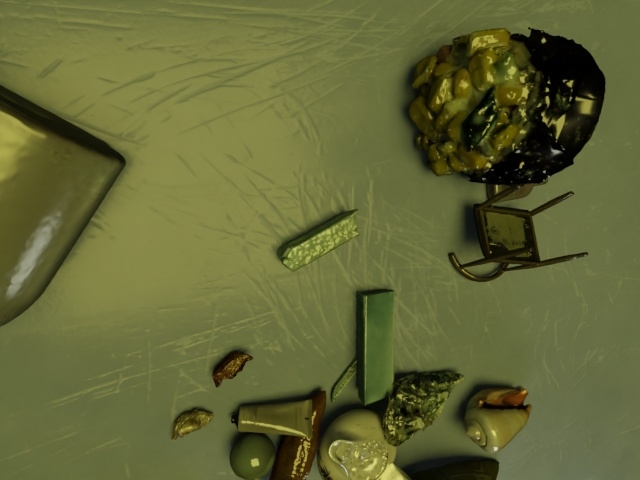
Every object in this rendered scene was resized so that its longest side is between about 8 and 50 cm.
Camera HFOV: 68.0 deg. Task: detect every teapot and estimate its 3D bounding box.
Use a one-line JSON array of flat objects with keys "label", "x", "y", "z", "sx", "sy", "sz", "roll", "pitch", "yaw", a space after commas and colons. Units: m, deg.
[{"label": "teapot", "x": 0.111, "y": 0.524, "z": 1.155, "sx": 0.300, "sy": 0.166, "sz": 0.208, "roll": 34, "pitch": 72, "yaw": -19}]

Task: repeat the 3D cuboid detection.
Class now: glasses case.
[{"label": "glasses case", "x": 0.128, "y": 0.254, "z": 1.160, "sx": 0.105, "sy": 0.056, "sz": 0.265, "roll": -5, "pitch": 97, "yaw": -38}]

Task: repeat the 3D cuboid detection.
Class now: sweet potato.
[{"label": "sweet potato", "x": -0.060, "y": 0.519, "z": 1.114, "sx": 0.092, "sy": 0.114, "sz": 0.341, "roll": 28, "pitch": 63, "yaw": -17}]

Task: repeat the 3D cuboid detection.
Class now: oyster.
[{"label": "oyster", "x": -0.292, "y": 0.413, "z": 1.076, "sx": 0.083, "sy": 0.038, "sz": 0.080, "roll": 16, "pitch": 107, "yaw": -46}, {"label": "oyster", "x": 0.251, "y": 0.418, "z": 1.196, "sx": 0.252, "sy": 0.087, "sz": 0.199, "roll": 20, "pitch": 68, "yaw": -32}]

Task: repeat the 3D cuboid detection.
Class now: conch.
[{"label": "conch", "x": 0.476, "y": 0.485, "z": 1.307, "sx": 0.255, "sy": 0.127, "sz": 0.158, "roll": 0, "pitch": 70, "yaw": -40}]

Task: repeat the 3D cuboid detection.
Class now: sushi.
[{"label": "sushi", "x": 0.369, "y": -0.281, "z": 1.007, "sx": 0.286, "sy": 0.329, "sz": 0.327, "roll": 4, "pitch": 103, "yaw": -25}, {"label": "sushi", "x": -0.199, "y": 0.283, "z": 1.063, "sx": 0.099, "sy": 0.050, "sz": 0.047, "roll": -38, "pitch": 104, "yaw": -2}]

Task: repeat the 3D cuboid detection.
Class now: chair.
[{"label": "chair", "x": 0.456, "y": -0.009, "z": 1.149, "sx": 0.188, "sy": 0.272, "sz": 0.166, "roll": 5, "pitch": 70, "yaw": -20}]

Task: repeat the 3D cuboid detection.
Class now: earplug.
[{"label": "earplug", "x": -0.550, "y": -0.044, "z": 0.747, "sx": 0.313, "sy": 0.313, "sz": 0.393, "roll": 31, "pitch": 90, "yaw": -21}]

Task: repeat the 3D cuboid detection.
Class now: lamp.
[{"label": "lamp", "x": -0.155, "y": 0.495, "z": 1.090, "sx": 0.105, "sy": 0.105, "sz": 0.105, "roll": -3, "pitch": 101, "yaw": -18}]

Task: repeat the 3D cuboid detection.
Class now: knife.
[{"label": "knife", "x": 0.085, "y": 0.314, "z": 1.183, "sx": 0.028, "sy": 0.015, "sz": 0.210, "roll": 38, "pitch": 87, "yaw": -25}]

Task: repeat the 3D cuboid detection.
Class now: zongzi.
[{"label": "zongzi", "x": 0.392, "y": 0.677, "z": 1.177, "sx": 0.394, "sy": 0.356, "sz": 0.174, "roll": -8, "pitch": 93, "yaw": -19}]

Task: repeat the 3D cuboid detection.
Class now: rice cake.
[{"label": "rice cake", "x": -0.001, "y": 0.000, "z": 1.070, "sx": 0.207, "sy": 0.069, "sz": 0.063, "roll": -29, "pitch": 106, "yaw": -14}]

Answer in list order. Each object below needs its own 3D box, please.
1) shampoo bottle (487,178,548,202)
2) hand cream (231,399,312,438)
[{"label": "shampoo bottle", "x": 0.508, "y": -0.147, "z": 1.223, "sx": 0.165, "sy": 0.040, "sz": 0.079, "roll": -12, "pitch": 103, "yaw": -16}, {"label": "hand cream", "x": -0.112, "y": 0.411, "z": 1.095, "sx": 0.186, "sy": 0.054, "sz": 0.087, "roll": 1, "pitch": 58, "yaw": -3}]
